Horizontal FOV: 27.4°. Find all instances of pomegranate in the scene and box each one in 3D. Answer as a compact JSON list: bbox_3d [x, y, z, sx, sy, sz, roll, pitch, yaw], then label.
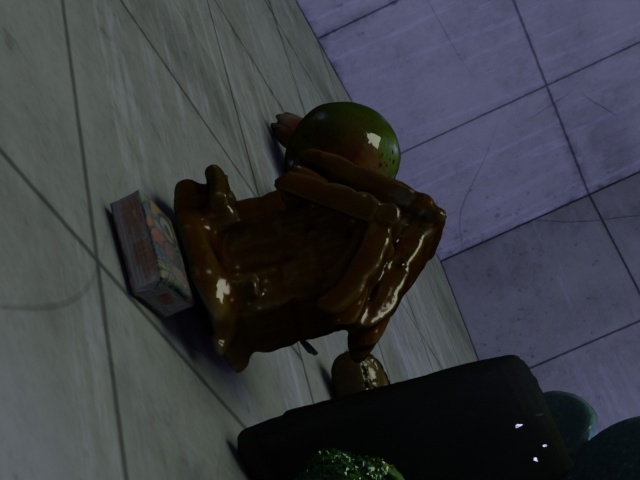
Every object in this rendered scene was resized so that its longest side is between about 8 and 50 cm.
[{"bbox_3d":[0.015,-0.132,1.934,0.209,0.180,0.180,37,-6,27],"label":"pomegranate"}]

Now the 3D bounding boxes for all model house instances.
[{"bbox_3d":[-0.002,0.000,1.139,0.199,0.229,0.220,85,-12,-62],"label":"model house"}]

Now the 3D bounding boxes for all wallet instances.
[{"bbox_3d":[0.072,0.174,1.077,0.052,0.245,0.169,-94,161,-50],"label":"wallet"}]

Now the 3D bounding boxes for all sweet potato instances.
[{"bbox_3d":[0.072,0.234,1.563,0.233,0.062,0.081,68,23,-5],"label":"sweet potato"}]

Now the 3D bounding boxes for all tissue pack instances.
[{"bbox_3d":[-0.129,0.011,1.017,0.063,0.035,0.083,53,15,-61],"label":"tissue pack"}]

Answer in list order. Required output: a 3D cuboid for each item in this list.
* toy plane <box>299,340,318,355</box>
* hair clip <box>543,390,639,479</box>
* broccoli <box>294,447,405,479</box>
[{"bbox_3d":[-0.038,0.068,1.424,0.145,0.037,0.060,61,18,-52],"label":"toy plane"},{"bbox_3d":[0.187,0.315,1.184,0.238,0.392,0.318,66,-9,-12],"label":"hair clip"},{"bbox_3d":[0.033,0.236,0.906,0.195,0.156,0.195,-176,-90,-80],"label":"broccoli"}]
